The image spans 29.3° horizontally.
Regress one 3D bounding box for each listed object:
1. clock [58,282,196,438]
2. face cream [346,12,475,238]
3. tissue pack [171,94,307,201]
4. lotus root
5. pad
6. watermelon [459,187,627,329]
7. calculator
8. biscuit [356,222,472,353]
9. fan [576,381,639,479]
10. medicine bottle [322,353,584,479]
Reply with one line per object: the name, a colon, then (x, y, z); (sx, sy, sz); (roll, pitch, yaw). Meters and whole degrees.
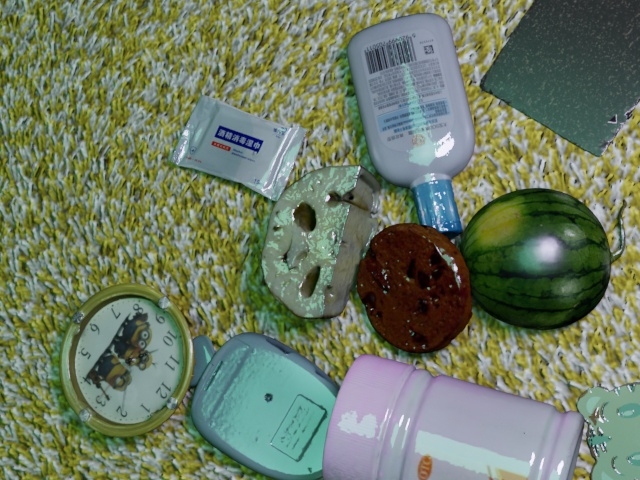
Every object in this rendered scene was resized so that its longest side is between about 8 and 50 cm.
clock: (-0.288, 0.183, 1.861); (0.237, 0.057, 0.237); (-4, 79, 20)
face cream: (0.146, -0.165, 1.810); (0.163, 0.080, 0.336); (-15, 77, 10)
tissue pack: (-0.127, -0.146, 1.903); (0.193, 0.026, 0.122); (20, 84, 17)
lotus root: (0.000, 0.000, 1.796); (0.138, 0.119, 0.234); (19, 86, 17)
pad: (0.413, -0.311, 1.811); (0.220, 0.004, 0.330); (34, 89, 17)
watermelon: (0.310, 0.019, 1.711); (0.232, 0.127, 0.204); (6, 78, 10)
calculator: (-0.089, 0.241, 1.810); (0.299, 0.041, 0.185); (30, 88, 18)
biscuit: (0.136, 0.068, 1.757); (0.192, 0.049, 0.192); (9, 107, 33)
fan: (0.474, 0.261, 1.683); (0.227, 0.008, 0.152); (-13, 76, 13)
medicine bottle: (0.180, 0.287, 1.650); (0.316, 0.202, 0.202); (14, 83, 17)
